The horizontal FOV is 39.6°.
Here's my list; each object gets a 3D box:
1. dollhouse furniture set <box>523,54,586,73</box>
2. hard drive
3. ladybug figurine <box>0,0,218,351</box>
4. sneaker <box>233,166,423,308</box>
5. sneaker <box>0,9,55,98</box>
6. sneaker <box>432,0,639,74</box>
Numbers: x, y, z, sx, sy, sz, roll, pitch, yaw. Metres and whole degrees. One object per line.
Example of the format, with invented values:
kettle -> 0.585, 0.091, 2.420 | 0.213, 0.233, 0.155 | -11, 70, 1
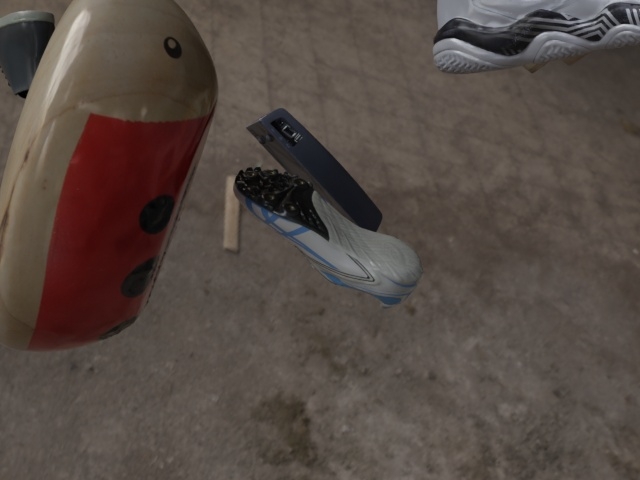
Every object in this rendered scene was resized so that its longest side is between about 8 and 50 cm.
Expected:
dollhouse furniture set -> 0.376, -0.466, 1.343 | 0.256, 0.394, 0.362 | 41, 67, -7
hard drive -> -0.008, -0.109, 1.433 | 0.054, 0.172, 0.254 | -45, 101, -7
ladybug figurine -> -0.226, -0.057, 0.942 | 0.162, 0.449, 0.305 | 21, 29, -6
sneaker -> 0.000, 0.000, 0.998 | 0.237, 0.086, 0.085 | 32, 38, 1
sneaker -> -0.463, -0.268, 1.340 | 0.083, 0.222, 0.118 | -4, 93, -34
sneaker -> 0.288, -0.309, 0.956 | 0.366, 0.210, 0.137 | -7, 11, 20
